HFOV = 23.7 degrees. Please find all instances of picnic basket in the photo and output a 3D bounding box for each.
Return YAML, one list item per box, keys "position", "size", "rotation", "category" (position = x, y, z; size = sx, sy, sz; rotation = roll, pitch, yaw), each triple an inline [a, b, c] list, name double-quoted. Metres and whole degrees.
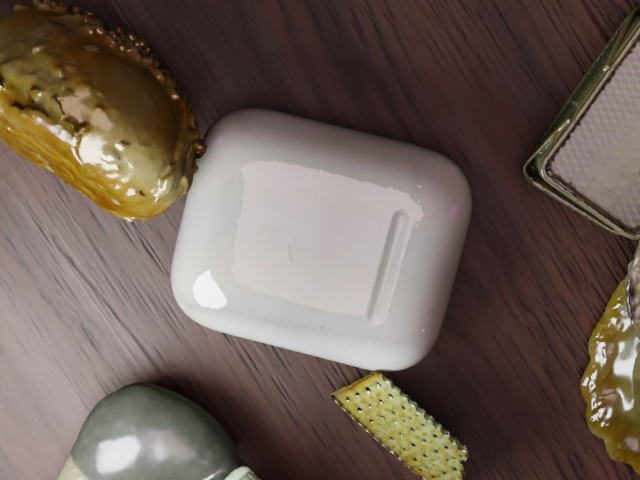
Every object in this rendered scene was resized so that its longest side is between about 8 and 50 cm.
- position: [0.383, -0.142, 1.865]
  size: [0.165, 0.139, 0.267]
  rotation: [34, 99, -5]
  category: "picnic basket"

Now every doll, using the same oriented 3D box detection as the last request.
- position: [-0.201, 0.414, 1.968]
  size: [0.382, 0.252, 0.378]
  rotation: [-44, 64, 5]
  category: "doll"

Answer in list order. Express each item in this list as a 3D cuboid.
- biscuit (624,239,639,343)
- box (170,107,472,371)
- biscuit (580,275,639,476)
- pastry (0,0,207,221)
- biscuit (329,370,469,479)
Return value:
- position: [0.442, 0.066, 1.877]
  size: [0.133, 0.032, 0.250]
  rotation: [-10, 101, 9]
  category: "biscuit"
- position: [0.000, 0.000, 1.898]
  size: [0.349, 0.141, 0.289]
  rotation: [14, 99, 0]
  category: "box"
- position: [0.508, 0.167, 1.949]
  size: [0.335, 0.078, 0.329]
  rotation: [15, 102, 1]
  category: "biscuit"
- position: [-0.271, -0.167, 1.817]
  size: [0.315, 0.284, 0.184]
  rotation: [32, 77, 12]
  category: "pastry"
- position: [0.113, 0.245, 1.947]
  size: [0.203, 0.144, 0.016]
  rotation: [42, 58, -7]
  category: "biscuit"
